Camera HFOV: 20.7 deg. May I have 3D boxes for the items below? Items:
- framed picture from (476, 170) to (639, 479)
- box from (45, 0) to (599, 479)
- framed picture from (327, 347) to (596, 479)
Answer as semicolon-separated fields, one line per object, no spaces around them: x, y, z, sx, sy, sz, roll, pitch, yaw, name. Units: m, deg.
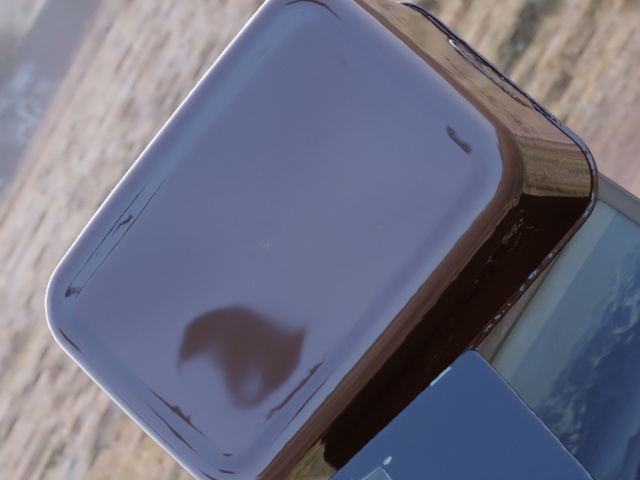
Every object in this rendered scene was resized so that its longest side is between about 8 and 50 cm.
0.231;0.146;1.442;0.335;0.247;0.022;-57;5;0;framed picture
0.000;0.000;1.260;0.339;0.239;0.229;-50;-15;11;box
0.094;0.246;1.026;0.244;0.013;0.324;-43;52;4;framed picture
